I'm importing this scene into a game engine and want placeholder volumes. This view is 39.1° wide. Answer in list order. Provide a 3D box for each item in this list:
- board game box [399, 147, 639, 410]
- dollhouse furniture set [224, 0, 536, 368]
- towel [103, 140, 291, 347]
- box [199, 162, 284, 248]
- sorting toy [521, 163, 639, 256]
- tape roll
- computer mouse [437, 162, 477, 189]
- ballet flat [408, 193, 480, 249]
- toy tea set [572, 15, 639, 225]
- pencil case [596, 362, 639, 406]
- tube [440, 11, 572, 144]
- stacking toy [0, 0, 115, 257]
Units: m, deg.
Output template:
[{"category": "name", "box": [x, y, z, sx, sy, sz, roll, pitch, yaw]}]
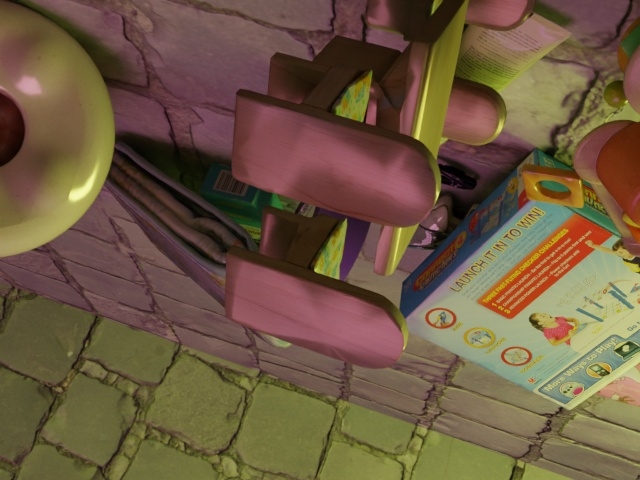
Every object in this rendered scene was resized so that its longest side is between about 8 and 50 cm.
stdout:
[{"category": "board game box", "box": [0.312, 0.067, 1.200, 0.302, 0.086, 0.308, 27, 132, -15]}, {"category": "dollhouse furniture set", "box": [0.123, -0.145, 0.692, 0.257, 0.362, 0.394, 17, 129, 14]}, {"category": "towel", "box": [-0.205, 0.006, 1.535, 0.374, 0.090, 0.320, 38, 168, 26]}, {"category": "box", "box": [-0.116, -0.039, 1.542, 0.101, 0.060, 0.244, 13, 157, 20]}, {"category": "sorting toy", "box": [0.365, -0.019, 0.889, 0.348, 0.047, 0.196, 7, 155, 36]}, {"category": "tape roll", "box": [0.000, 0.000, 1.352, 0.080, 0.188, 0.189, 25, 158, -12]}, {"category": "computer mouse", "box": [0.105, -0.124, 1.178, 0.242, 0.041, 0.071, 22, 169, -22]}, {"category": "ballet flat", "box": [0.206, -0.024, 1.284, 0.222, 0.076, 0.079, 9, 138, 17]}, {"category": "toy tea set", "box": [0.315, -0.157, 0.650, 0.336, 0.124, 0.200, -36, 128, 25]}, {"category": "pencil case", "box": [0.496, 0.196, 1.421, 0.386, 0.167, 0.160, 18, -167, 8]}, {"category": "tube", "box": [0.165, -0.178, 0.963, 0.070, 0.062, 0.240, -16, 166, -23]}, {"category": "stacking toy", "box": [-0.509, -0.157, 1.388, 0.351, 0.350, 0.480, 27, 174, -16]}]
